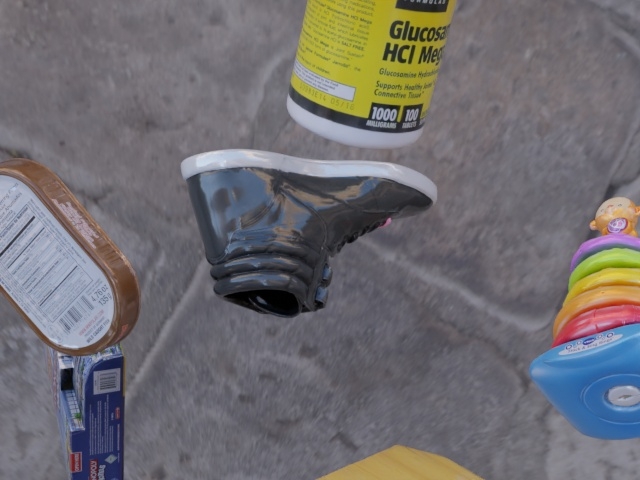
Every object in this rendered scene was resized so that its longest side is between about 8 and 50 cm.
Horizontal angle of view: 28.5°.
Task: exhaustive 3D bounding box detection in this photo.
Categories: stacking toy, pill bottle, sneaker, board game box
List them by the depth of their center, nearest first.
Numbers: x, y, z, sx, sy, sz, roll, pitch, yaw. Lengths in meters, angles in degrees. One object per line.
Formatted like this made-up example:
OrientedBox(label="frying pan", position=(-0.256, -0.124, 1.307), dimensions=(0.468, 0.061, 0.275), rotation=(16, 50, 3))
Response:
OrientedBox(label="sneaker", position=(-0.001, 0.000, 1.188), dimensions=(0.296, 0.104, 0.147), rotation=(2, 79, -42))
OrientedBox(label="board game box", position=(-0.260, 0.140, 1.369), dimensions=(0.060, 0.194, 0.194), rotation=(-7, 37, -19))
OrientedBox(label="stacking toy", position=(0.342, 0.057, 1.430), dimensions=(0.175, 0.166, 0.302), rotation=(-20, 40, 30))
OrientedBox(label="pill bottle", position=(0.077, -0.300, 1.613), dimensions=(0.188, 0.188, 0.334), rotation=(12, 114, -1))

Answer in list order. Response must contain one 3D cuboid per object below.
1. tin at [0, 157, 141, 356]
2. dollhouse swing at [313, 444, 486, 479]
OrientedBox(label="tin", position=(-0.234, 0.015, 1.081), dimensions=(0.106, 0.040, 0.190), rotation=(-43, 85, 22))
OrientedBox(label="dollhouse swing", position=(0.131, 0.369, 1.018), dimensions=(0.305, 0.347, 0.315), rotation=(11, 96, 25))
